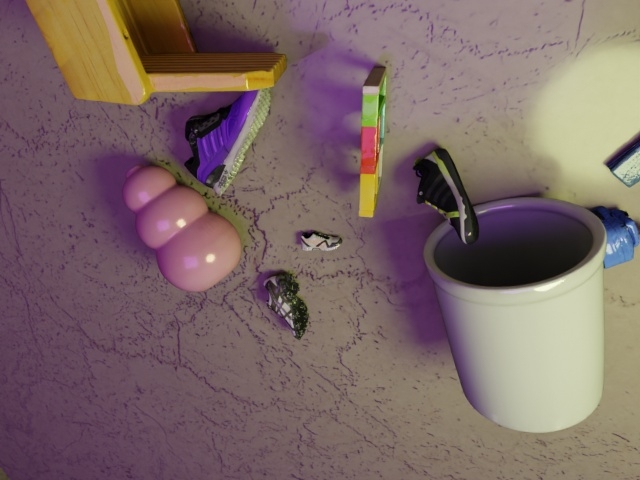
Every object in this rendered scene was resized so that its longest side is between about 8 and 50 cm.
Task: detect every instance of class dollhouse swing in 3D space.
[{"bbox_3d":[-0.254,-0.402,0.816,0.304,0.347,0.315,-13,116,9],"label":"dollhouse swing"}]

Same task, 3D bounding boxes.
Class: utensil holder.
[{"bbox_3d":[0.418,0.155,0.986,0.327,0.328,0.386,-11,118,19],"label":"utensil holder"}]

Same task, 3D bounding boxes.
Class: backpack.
[{"bbox_3d":[0.595,-0.009,0.966,0.101,0.120,0.098,-25,110,25],"label":"backpack"}]

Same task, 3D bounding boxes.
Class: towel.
[{"bbox_3d":[0.636,-0.163,0.921,0.067,0.029,0.119,38,120,-9],"label":"towel"}]

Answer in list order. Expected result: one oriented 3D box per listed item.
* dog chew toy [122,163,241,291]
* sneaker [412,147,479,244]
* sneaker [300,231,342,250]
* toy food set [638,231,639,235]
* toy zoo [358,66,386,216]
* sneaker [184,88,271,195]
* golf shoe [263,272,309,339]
[{"bbox_3d":[-0.343,-0.039,1.133,0.206,0.206,0.332,-32,100,27],"label":"dog chew toy"},{"bbox_3d":[0.251,-0.083,0.966,0.097,0.235,0.084,-25,145,22],"label":"sneaker"},{"bbox_3d":[0.000,0.000,1.159,0.109,0.040,0.044,-4,116,15],"label":"sneaker"},{"bbox_3d":[0.760,-0.051,0.959,0.132,0.039,0.192,37,116,-18],"label":"toy food set"},{"bbox_3d":[0.105,-0.179,0.942,0.030,0.192,0.293,5,120,10],"label":"toy zoo"},{"bbox_3d":[-0.223,-0.243,1.035,0.146,0.102,0.293,31,122,-5],"label":"sneaker"},{"bbox_3d":[-0.094,0.178,1.273,0.093,0.077,0.198,-4,112,28],"label":"golf shoe"}]
